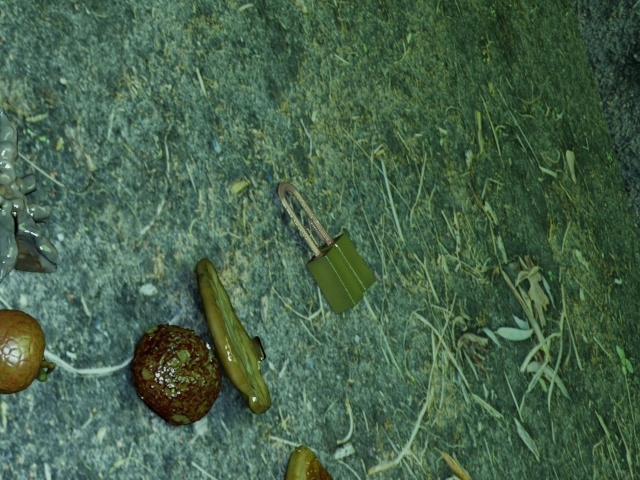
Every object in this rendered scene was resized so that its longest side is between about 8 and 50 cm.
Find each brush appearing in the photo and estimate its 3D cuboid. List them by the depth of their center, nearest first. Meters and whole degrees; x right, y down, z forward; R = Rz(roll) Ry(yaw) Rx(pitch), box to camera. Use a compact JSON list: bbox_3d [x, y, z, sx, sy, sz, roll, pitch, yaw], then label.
[{"bbox_3d":[0.000,0.000,2.511,0.233,0.047,0.103,58,32,-9],"label":"brush"}]

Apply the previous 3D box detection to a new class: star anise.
[{"bbox_3d":[-0.415,-0.054,1.889,0.229,0.093,0.236,36,43,-38],"label":"star anise"}]

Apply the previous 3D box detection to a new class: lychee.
[{"bbox_3d":[-0.371,0.132,1.812,0.140,0.114,0.101,1,97,-36],"label":"lychee"}]

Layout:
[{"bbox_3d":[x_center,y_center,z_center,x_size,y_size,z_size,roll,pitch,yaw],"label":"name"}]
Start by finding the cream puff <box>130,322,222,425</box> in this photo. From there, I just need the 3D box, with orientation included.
[{"bbox_3d":[-0.191,0.178,2.064,0.149,0.084,0.149,38,39,-39],"label":"cream puff"}]

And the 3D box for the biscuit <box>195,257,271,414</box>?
[{"bbox_3d":[-0.130,0.136,2.168,0.260,0.041,0.203,67,8,30],"label":"biscuit"}]

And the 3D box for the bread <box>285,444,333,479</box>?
[{"bbox_3d":[-0.016,0.396,2.196,0.154,0.054,0.136,52,31,-9],"label":"bread"}]
